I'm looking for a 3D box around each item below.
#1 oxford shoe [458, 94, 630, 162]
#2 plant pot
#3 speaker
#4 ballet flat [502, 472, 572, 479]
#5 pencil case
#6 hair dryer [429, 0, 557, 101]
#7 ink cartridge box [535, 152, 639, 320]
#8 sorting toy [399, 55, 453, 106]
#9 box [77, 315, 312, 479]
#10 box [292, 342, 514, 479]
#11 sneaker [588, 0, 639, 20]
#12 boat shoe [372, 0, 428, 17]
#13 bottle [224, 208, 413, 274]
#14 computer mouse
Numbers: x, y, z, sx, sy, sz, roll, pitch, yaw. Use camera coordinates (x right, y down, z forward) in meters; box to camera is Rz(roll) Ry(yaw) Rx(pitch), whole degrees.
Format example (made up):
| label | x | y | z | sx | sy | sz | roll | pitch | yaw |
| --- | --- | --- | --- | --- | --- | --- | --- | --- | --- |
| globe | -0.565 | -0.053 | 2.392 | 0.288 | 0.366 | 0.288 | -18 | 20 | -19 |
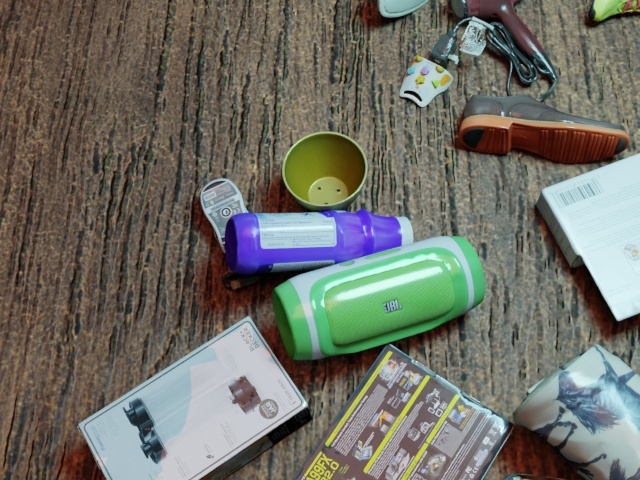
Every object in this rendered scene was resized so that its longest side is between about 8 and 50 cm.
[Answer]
| label | x | y | z | sx | sy | sz | roll | pitch | yaw |
| --- | --- | --- | --- | --- | --- | --- | --- | --- | --- |
| oxford shoe | 0.369 | -0.197 | 1.348 | 0.271 | 0.097 | 0.098 | 9 | 61 | 9 |
| plant pot | 0.009 | -0.095 | 1.327 | 0.134 | 0.095 | 0.134 | -1 | 66 | 3 |
| speaker | 0.085 | 0.083 | 1.204 | 0.296 | 0.131 | 0.131 | -15 | 65 | -14 |
| ballet flat | 0.310 | 0.344 | 1.133 | 0.114 | 0.041 | 0.041 | 5 | 66 | 6 |
| pencil case | 0.443 | 0.312 | 1.065 | 0.160 | 0.183 | 0.410 | -38 | 66 | -18 |
| hair dryer | 0.333 | -0.386 | 1.464 | 0.223 | 0.080 | 0.293 | 24 | 74 | -2 |
| ink cartridge box | 0.515 | -0.017 | 1.272 | 0.275 | 0.060 | 0.239 | -20 | 66 | -5 |
| sorting toy | 0.177 | -0.275 | 1.433 | 0.083 | 0.045 | 0.075 | 29 | 90 | 16 |
| box | -0.178 | 0.262 | 1.183 | 0.290 | 0.087 | 0.169 | -33 | 67 | -11 |
| box | 0.110 | 0.314 | 1.152 | 0.216 | 0.060 | 0.270 | 31 | 71 | 17 |
| sneaker | 0.571 | -0.437 | 1.449 | 0.208 | 0.081 | 0.094 | -30 | 69 | -10 |
| boat shoe | 0.194 | -0.516 | 1.502 | 0.305 | 0.109 | 0.091 | -39 | 68 | -19 |
| bottle | 0.000 | 0.000 | 1.255 | 0.282 | 0.118 | 0.092 | -2 | 90 | -16 |
| computer mouse | -0.135 | -0.013 | 1.333 | 0.106 | 0.042 | 0.193 | -24 | 71 | -1 |
